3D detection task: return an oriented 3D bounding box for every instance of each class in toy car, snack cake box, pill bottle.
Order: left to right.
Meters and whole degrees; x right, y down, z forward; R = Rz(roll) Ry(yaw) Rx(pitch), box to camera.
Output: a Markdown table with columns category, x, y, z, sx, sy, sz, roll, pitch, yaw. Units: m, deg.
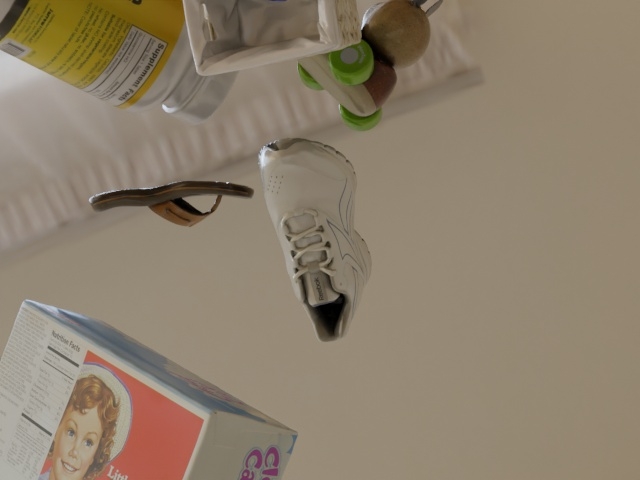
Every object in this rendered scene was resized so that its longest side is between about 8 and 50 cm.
| category | x | y | z | sx | sy | sz | roll | pitch | yaw |
| --- | --- | --- | --- | --- | --- | --- | --- | --- | --- |
| pill bottle | -0.272 | -0.280 | 2.026 | 0.188 | 0.334 | 0.188 | -42 | -146 | 38 |
| snack cake box | -0.151 | 0.159 | 1.187 | 0.264 | 0.089 | 0.152 | 23 | -88 | 47 |
| toy car | 0.068 | -0.248 | 1.855 | 0.188 | 0.155 | 0.149 | -41 | -109 | -9 |

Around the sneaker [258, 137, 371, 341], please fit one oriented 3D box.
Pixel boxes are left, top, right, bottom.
| category | x | y | z | sx | sy | sz | roll | pitch | yaw |
| --- | --- | --- | --- | --- | --- | --- | --- | --- | --- |
| sneaker | 0.000 | 0.000 | 1.902 | 0.111 | 0.297 | 0.129 | -10 | -136 | 14 |

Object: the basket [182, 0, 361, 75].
| category | x | y | z | sx | sy | sz | roll | pitch | yaw |
| --- | --- | --- | --- | --- | --- | --- | --- | --- | --- |
| basket | -0.048 | -0.243 | 1.685 | 0.167 | 0.113 | 0.103 | -9 | -177 | 25 |

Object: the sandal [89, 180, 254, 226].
| category | x | y | z | sx | sy | sz | roll | pitch | yaw |
| --- | --- | --- | --- | --- | --- | --- | --- | --- | --- |
| sandal | -0.193 | -0.045 | 2.067 | 0.219 | 0.060 | 0.090 | -6 | -179 | 4 |
